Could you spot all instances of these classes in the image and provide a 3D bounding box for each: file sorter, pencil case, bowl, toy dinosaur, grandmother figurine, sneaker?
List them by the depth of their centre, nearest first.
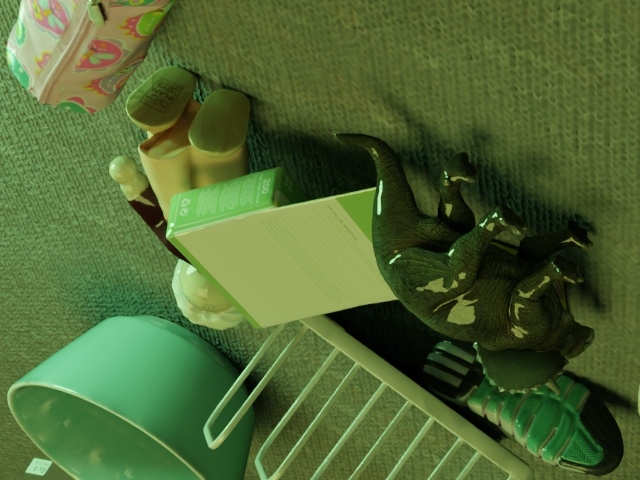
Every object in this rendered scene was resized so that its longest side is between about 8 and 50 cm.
[{"bbox_3d":[0.125,0.029,1.629,0.313,0.121,0.160,30,120,-16],"label":"toy dinosaur"},{"bbox_3d":[-0.189,-0.207,1.638,0.124,0.124,0.284,36,155,-6],"label":"pencil case"},{"bbox_3d":[-0.120,-0.026,1.895,0.208,0.104,0.342,32,153,24],"label":"grandmother figurine"},{"bbox_3d":[0.209,0.170,1.899,0.224,0.083,0.098,30,168,29],"label":"sneaker"},{"bbox_3d":[0.041,0.208,1.962,0.278,0.173,0.193,36,178,-6],"label":"file sorter"},{"bbox_3d":[-0.200,0.206,2.304,0.311,0.163,0.311,27,153,15],"label":"bowl"}]

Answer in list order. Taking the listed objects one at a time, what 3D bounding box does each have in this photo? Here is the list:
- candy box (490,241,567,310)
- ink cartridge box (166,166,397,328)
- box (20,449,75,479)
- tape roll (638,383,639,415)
[{"bbox_3d":[0.132,0.028,1.782,0.206,0.027,0.105,20,153,26],"label":"candy box"},{"bbox_3d":[0.000,0.000,1.772,0.235,0.056,0.171,-14,139,25],"label":"ink cartridge box"},{"bbox_3d":[-0.249,0.324,2.554,0.168,0.167,0.203,4,141,46],"label":"box"},{"bbox_3d":[0.411,0.146,1.588,0.286,0.100,0.286,26,152,15],"label":"tape roll"}]
